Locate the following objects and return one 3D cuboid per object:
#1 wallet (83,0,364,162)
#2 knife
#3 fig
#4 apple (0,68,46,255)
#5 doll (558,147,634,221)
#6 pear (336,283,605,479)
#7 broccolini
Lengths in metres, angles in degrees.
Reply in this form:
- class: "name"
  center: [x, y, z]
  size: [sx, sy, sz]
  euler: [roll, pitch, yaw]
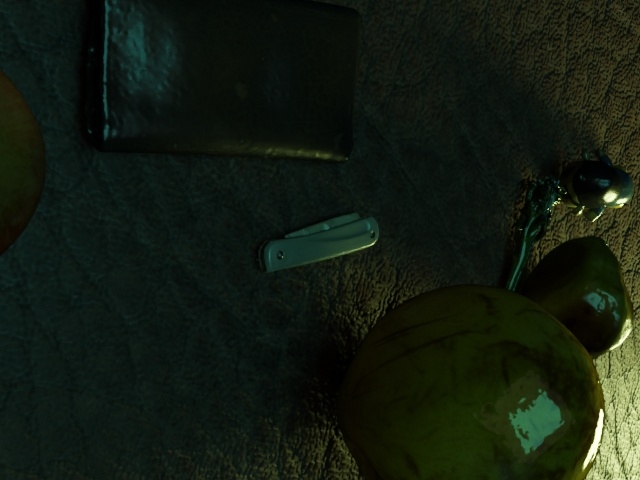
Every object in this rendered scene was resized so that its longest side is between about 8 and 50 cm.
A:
- class: "wallet"
  center: [-0.087, -0.168, 0.987]
  size: [0.321, 0.044, 0.170]
  euler: [-2, 95, -42]
- class: "knife"
  center: [0.000, 0.000, 1.078]
  size: [0.162, 0.023, 0.044]
  euler: [-14, 104, -37]
- class: "fig"
  center: [0.337, 0.073, 1.279]
  size: [0.154, 0.144, 0.165]
  euler: [16, 63, -23]
- class: "apple"
  center: [-0.313, -0.058, 0.739]
  size: [0.209, 0.164, 0.209]
  euler: [7, 78, -35]
- class: "doll"
  center: [0.376, -0.077, 1.342]
  size: [0.179, 0.089, 0.102]
  euler: [6, 90, -62]
- class: "pear"
  center: [0.158, 0.181, 1.060]
  size: [0.281, 0.281, 0.280]
  euler: [-3, 95, -38]
- class: "broccolini"
  center: [0.255, 0.025, 1.278]
  size: [0.054, 0.051, 0.239]
  euler: [26, 83, -12]
